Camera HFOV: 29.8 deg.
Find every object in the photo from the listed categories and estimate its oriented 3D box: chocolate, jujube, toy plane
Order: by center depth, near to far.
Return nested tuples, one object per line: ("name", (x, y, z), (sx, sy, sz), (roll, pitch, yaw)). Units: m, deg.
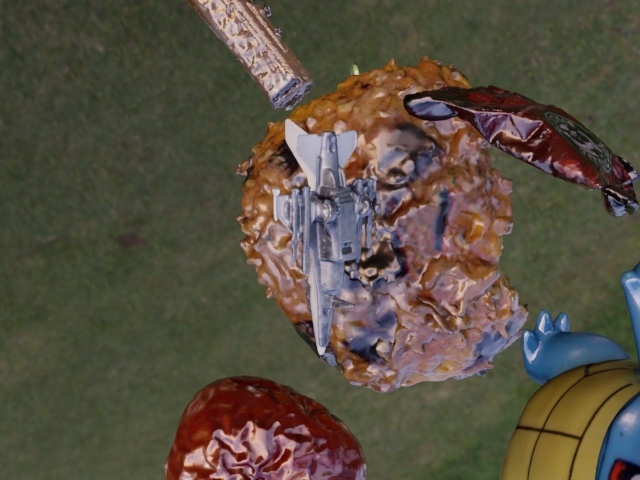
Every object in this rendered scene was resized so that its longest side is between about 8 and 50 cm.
("toy plane", (0.012, -0.006, 1.157), (0.082, 0.234, 0.160), (-7, -177, 39))
("jujube", (-0.067, 0.276, 1.416), (0.232, 0.213, 0.213), (24, 143, -1))
("chocolate", (-0.136, -0.332, 1.766), (0.102, 0.329, 0.065), (-38, 180, 41))

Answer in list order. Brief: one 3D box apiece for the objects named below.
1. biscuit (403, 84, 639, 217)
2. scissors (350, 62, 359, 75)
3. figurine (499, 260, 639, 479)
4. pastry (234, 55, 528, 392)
("biscuit", (0.206, -0.094, 1.144), (0.151, 0.235, 0.063), (-25, 145, -62))
("scissors", (0.071, -0.198, 1.980), (0.020, 0.134, 0.187), (-12, 160, -3))
("figurine", (0.216, 0.186, 0.910), (0.298, 0.243, 0.416), (-53, 165, -11))
("pastry", (0.072, -0.014, 1.445), (0.337, 0.405, 0.292), (-7, -176, -1))
